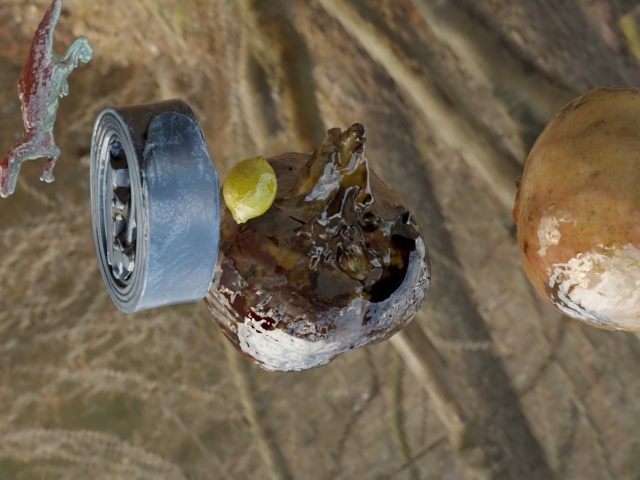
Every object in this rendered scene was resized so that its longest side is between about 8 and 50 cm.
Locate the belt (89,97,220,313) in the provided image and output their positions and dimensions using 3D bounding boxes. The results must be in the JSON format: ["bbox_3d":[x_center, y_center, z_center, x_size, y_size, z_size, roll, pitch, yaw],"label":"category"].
[{"bbox_3d":[-0.140,-0.032,1.282,0.082,0.141,0.190,-11,122,-27],"label":"belt"}]

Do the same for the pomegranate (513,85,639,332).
[{"bbox_3d":[0.377,-0.039,1.851,0.322,0.322,0.322,-34,171,-6],"label":"pomegranate"}]

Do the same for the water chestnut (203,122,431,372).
[{"bbox_3d":[0.000,0.000,1.983,0.335,0.335,0.347,-25,153,-49],"label":"water chestnut"}]

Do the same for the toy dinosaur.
[{"bbox_3d":[-0.315,-0.183,1.705,0.167,0.053,0.242,-38,138,-63],"label":"toy dinosaur"}]

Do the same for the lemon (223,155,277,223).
[{"bbox_3d":[-0.082,-0.059,1.748,0.083,0.062,0.062,-69,165,7],"label":"lemon"}]
